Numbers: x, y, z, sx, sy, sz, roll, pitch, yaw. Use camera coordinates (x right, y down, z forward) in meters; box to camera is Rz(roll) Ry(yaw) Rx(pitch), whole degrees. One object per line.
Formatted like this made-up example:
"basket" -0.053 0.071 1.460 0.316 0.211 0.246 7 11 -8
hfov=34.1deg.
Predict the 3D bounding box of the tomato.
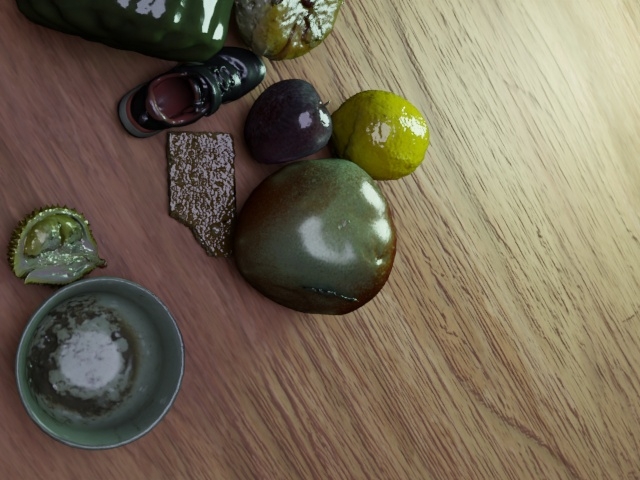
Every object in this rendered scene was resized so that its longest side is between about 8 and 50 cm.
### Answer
"tomato" 0.000 0.000 1.912 0.303 0.239 0.303 -1 93 -20

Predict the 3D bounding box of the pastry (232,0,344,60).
"pastry" -0.048 -0.443 1.909 0.257 0.121 0.236 -54 149 -10

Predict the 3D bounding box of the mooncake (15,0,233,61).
"mooncake" -0.319 -0.410 1.712 0.356 0.356 0.194 13 89 -24

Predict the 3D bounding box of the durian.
"durian" -0.452 0.012 1.799 0.208 0.102 0.146 19 84 -46

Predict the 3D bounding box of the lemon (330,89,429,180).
"lemon" 0.113 -0.199 2.006 0.193 0.180 0.180 45 72 -35

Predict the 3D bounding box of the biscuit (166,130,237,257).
"biscuit" -0.220 -0.084 1.935 0.131 0.026 0.237 -2 92 -23

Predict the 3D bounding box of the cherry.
"cherry" -0.062 -0.221 1.933 0.176 0.176 0.140 -39 130 -19

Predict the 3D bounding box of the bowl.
"bowl" -0.390 0.207 1.793 0.289 0.146 0.289 1 88 -25

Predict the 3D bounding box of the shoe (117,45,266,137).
"shoe" -0.221 -0.279 1.872 0.291 0.137 0.114 -30 103 -24
